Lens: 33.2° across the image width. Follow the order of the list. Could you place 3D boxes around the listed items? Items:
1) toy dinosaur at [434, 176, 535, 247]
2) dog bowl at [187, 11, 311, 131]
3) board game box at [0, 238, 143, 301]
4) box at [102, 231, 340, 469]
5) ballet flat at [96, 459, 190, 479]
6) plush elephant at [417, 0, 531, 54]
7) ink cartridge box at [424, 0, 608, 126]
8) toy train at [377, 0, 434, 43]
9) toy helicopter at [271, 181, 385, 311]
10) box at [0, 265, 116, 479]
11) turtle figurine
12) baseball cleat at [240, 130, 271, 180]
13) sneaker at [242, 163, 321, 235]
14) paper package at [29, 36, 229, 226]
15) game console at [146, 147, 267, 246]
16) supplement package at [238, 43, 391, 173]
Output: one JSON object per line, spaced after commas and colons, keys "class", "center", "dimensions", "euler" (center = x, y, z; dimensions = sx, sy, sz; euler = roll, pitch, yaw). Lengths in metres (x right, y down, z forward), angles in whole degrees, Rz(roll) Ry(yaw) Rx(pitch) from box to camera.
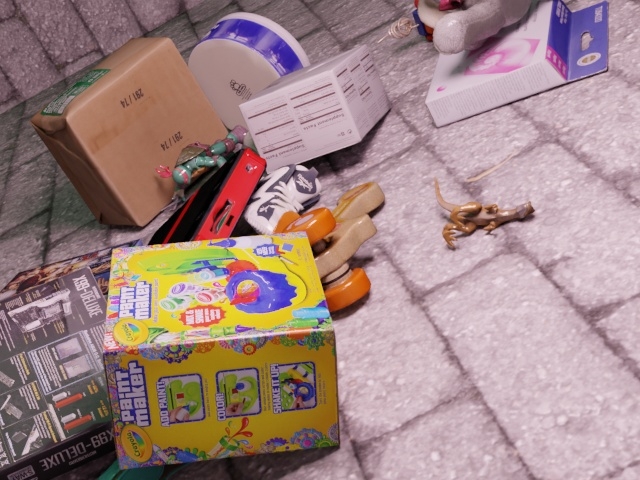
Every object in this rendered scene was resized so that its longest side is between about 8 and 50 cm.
{"class": "toy dinosaur", "center": [0.225, -0.040, 1.636], "dimensions": [0.211, 0.064, 0.112], "euler": [13, 30, 43]}
{"class": "dog bowl", "center": [-0.154, -0.357, 2.341], "dimensions": [0.265, 0.265, 0.104], "euler": [-6, 37, 40]}
{"class": "board game box", "center": [-0.438, 0.070, 1.873], "dimensions": [0.243, 0.042, 0.165], "euler": [-16, 16, 9]}
{"class": "box", "center": [-0.134, 0.136, 1.422], "dimensions": [0.279, 0.177, 0.290], "euler": [-6, 25, -6]}
{"class": "ballet flat", "center": [-0.226, 0.289, 1.464], "dimensions": [0.247, 0.083, 0.087], "euler": [-44, 15, -31]}
{"class": "plush elephant", "center": [0.265, -0.506, 2.049], "dimensions": [0.255, 0.271, 0.330], "euler": [19, 21, 40]}
{"class": "ink cartridge box", "center": [0.376, -0.364, 2.042], "dimensions": [0.330, 0.071, 0.324], "euler": [-18, 27, 25]}
{"class": "toy train", "center": [0.260, -0.466, 2.323], "dimensions": [0.248, 0.105, 0.143], "euler": [-35, 40, -11]}
{"class": "toy helicopter", "center": [0.000, 0.000, 1.743], "dimensions": [0.235, 0.140, 0.355], "euler": [-22, 15, 35]}
{"class": "box", "center": [-0.406, 0.202, 1.615], "dimensions": [0.242, 0.076, 0.307], "euler": [-23, 49, -16]}
{"class": "turtle figurine", "center": [-0.242, -0.153, 2.246], "dimensions": [0.175, 0.118, 0.234], "euler": [-7, 28, 39]}
{"class": "baseball cleat", "center": [-0.120, -0.129, 2.136], "dimensions": [0.109, 0.072, 0.206], "euler": [-59, 30, 33]}
{"class": "sneaker", "center": [-0.062, -0.074, 1.929], "dimensions": [0.153, 0.094, 0.235], "euler": [-38, 16, 2]}
{"class": "paper package", "center": [-0.399, -0.235, 2.320], "dimensions": [0.168, 0.309, 0.325], "euler": [4, 42, 49]}
{"class": "game console", "center": [-0.252, 0.018, 1.911], "dimensions": [0.342, 0.060, 0.386], "euler": [-41, 16, 34]}
{"class": "supplement package", "center": [-0.005, -0.259, 2.088], "dimensions": [0.204, 0.145, 0.262], "euler": [-18, 14, 23]}
